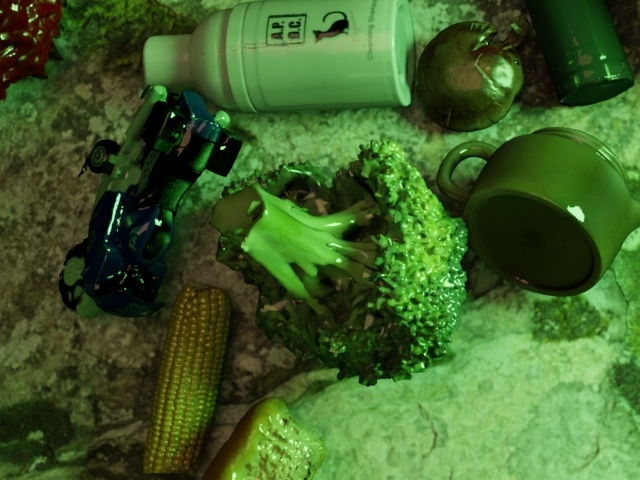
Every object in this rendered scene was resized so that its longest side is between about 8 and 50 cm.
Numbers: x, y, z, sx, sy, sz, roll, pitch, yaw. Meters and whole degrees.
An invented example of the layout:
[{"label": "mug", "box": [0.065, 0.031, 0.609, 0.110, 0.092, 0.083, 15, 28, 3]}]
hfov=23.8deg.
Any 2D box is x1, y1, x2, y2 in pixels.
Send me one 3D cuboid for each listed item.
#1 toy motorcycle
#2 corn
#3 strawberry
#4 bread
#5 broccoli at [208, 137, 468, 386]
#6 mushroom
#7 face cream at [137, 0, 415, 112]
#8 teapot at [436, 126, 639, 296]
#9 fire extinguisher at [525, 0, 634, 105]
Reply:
[{"label": "toy motorcycle", "box": [-0.227, -0.032, 1.915, 0.331, 0.125, 0.196, -59, 42, 12]}, {"label": "corn", "box": [-0.166, 0.175, 1.903, 0.081, 0.081, 0.248, 8, 81, 16]}, {"label": "strawberry", "box": [-0.497, -0.330, 1.961, 0.292, 0.343, 0.292, -5, 72, 14]}, {"label": "bread", "box": [-0.086, 0.306, 1.814, 0.121, 0.174, 0.245, 27, 88, -2]}, {"label": "broccoli", "box": [0.019, -0.006, 1.786, 0.249, 0.302, 0.375, -41, 43, -15]}, {"label": "mushroom", "box": [0.196, -0.215, 1.888, 0.135, 0.080, 0.170, 45, 96, 8]}, {"label": "face cream", "box": [-0.072, -0.232, 1.927, 0.370, 0.145, 0.145, -2, 78, 14]}, {"label": "teapot", "box": [0.270, -0.058, 1.793, 0.268, 0.185, 0.175, 21, 53, 20]}, {"label": "fire extinguisher", "box": [0.289, -0.320, 1.871, 0.114, 0.095, 0.311, -10, 74, -15]}]
